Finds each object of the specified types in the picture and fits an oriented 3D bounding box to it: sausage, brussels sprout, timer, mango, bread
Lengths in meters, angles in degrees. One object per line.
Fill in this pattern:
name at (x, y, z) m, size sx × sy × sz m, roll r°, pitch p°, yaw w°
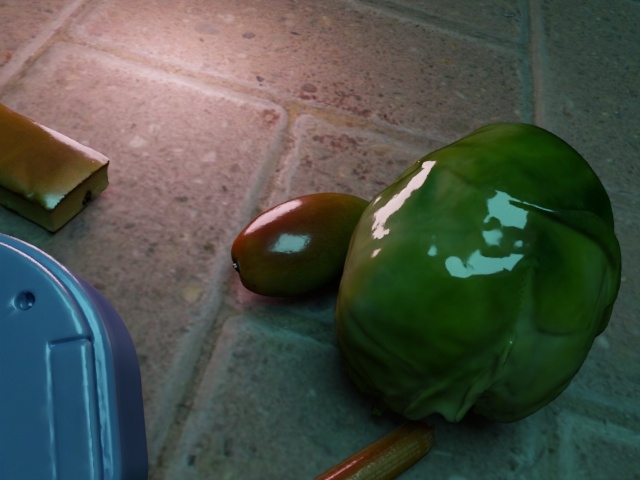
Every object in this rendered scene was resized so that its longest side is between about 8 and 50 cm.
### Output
sausage at (0.015, 0.308, 0.786) m, size 0.348 × 0.053 × 0.053 m, roll -22°, pitch 59°, yaw -30°
brussels sprout at (0.223, 0.034, 0.861) m, size 0.342 × 0.361 × 0.425 m, roll 40°, pitch 47°, yaw 11°
timer at (-0.374, 0.156, 0.661) m, size 0.395 × 0.173 × 0.394 m, roll -1°, pitch 73°, yaw 2°
mango at (-0.005, -0.003, 1.003) m, size 0.289 × 0.129 × 0.146 m, roll -25°, pitch 58°, yaw -41°
bread at (-0.522, -0.148, 1.017) m, size 0.362 × 0.077 × 0.138 m, roll 27°, pitch 50°, yaw 8°
